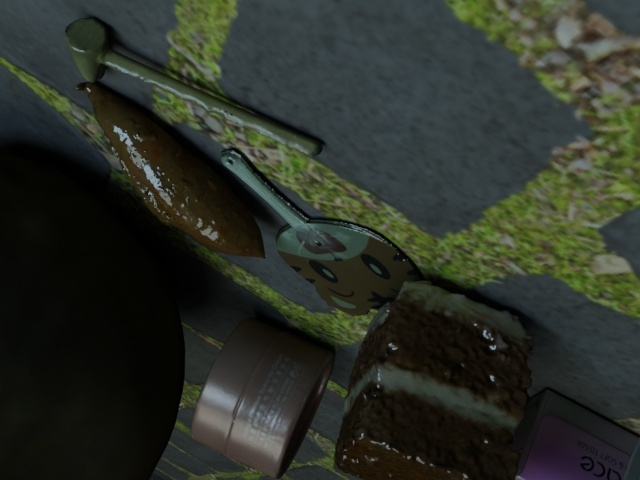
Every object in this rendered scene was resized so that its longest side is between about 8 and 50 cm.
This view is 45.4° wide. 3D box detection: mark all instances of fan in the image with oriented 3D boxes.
[{"bbox_3d":[0.000,0.000,0.644,0.227,0.008,0.152,43,149,-28],"label":"fan"}]

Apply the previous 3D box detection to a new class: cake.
[{"bbox_3d":[0.091,0.126,0.615,0.135,0.147,0.135,24,152,1],"label":"cake"}]

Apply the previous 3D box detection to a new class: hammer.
[{"bbox_3d":[-0.090,-0.097,0.548,0.195,0.028,0.060,25,158,4],"label":"hammer"}]

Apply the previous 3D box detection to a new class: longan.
[{"bbox_3d":[-0.340,0.138,0.781,0.404,0.404,0.436,26,151,7],"label":"longan"}]

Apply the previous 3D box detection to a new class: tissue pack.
[{"bbox_3d":[0.224,0.249,0.768,0.149,0.092,0.246,28,154,5],"label":"tissue pack"}]

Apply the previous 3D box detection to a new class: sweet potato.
[{"bbox_3d":[-0.121,-0.049,0.624,0.068,0.060,0.206,-32,110,24],"label":"sweet potato"}]

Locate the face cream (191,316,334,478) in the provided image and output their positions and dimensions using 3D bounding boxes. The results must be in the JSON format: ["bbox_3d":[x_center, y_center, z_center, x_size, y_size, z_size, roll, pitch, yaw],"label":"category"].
[{"bbox_3d":[-0.061,0.171,0.839,0.104,0.149,0.149,23,152,10],"label":"face cream"}]

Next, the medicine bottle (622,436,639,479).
[{"bbox_3d":[0.346,0.211,0.540,0.237,0.139,0.139,23,152,10],"label":"medicine bottle"}]
